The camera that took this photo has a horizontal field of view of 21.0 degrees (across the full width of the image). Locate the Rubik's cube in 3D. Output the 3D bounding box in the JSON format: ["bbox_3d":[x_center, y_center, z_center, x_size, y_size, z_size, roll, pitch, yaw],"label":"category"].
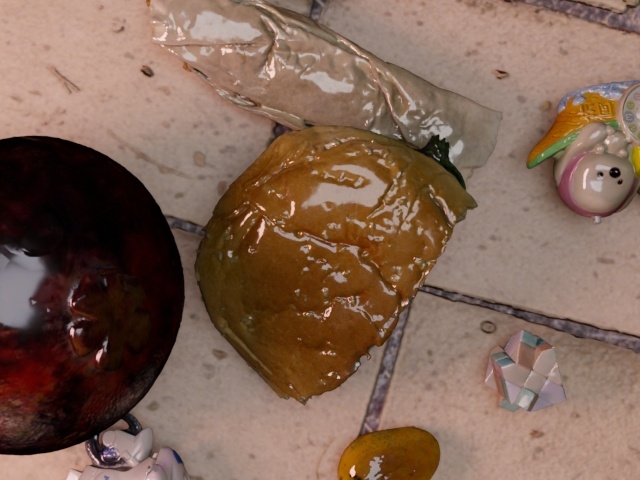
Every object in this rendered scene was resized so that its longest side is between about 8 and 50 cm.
[{"bbox_3d":[0.207,0.137,1.802,0.073,0.075,0.084,-19,90,-8],"label":"Rubik's cube"}]

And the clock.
[{"bbox_3d":[0.327,-0.093,1.810,0.231,0.103,0.144,-6,81,-8],"label":"clock"}]

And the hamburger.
[{"bbox_3d":[0.000,0.000,1.725,0.211,0.132,0.309,39,102,-8],"label":"hamburger"}]

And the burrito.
[{"bbox_3d":[-0.005,-0.162,1.782,0.392,0.076,0.117,25,87,-6],"label":"burrito"}]

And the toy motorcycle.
[{"bbox_3d":[-0.202,0.290,1.740,0.150,0.102,0.221,21,83,14],"label":"toy motorcycle"}]

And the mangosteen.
[{"bbox_3d":[-0.300,0.046,1.665,0.306,0.359,0.306,-10,105,-39],"label":"mangosteen"}]

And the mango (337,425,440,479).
[{"bbox_3d":[0.072,0.232,1.794,0.114,0.057,0.079,-23,87,-15],"label":"mango"}]
